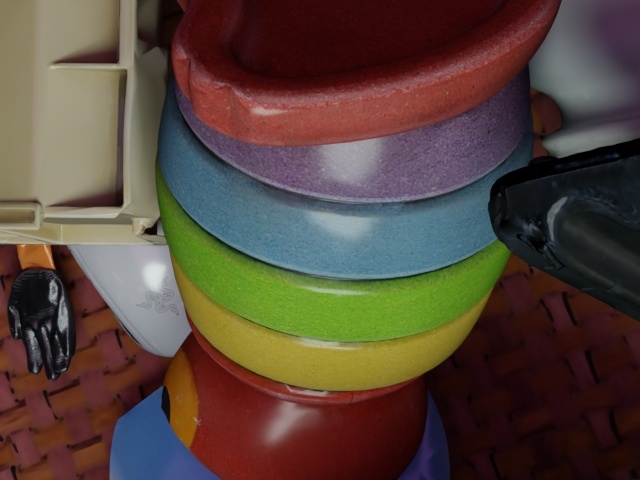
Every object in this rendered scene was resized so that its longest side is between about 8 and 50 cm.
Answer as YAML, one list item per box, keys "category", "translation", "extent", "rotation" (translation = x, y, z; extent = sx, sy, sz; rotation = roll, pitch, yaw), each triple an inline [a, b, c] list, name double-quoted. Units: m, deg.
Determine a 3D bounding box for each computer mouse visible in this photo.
- category: "computer mouse"
  translation: [-0.104, -0.031, 0.925]
  extent: [0.106, 0.042, 0.193]
  rotation: [-30, 88, 8]

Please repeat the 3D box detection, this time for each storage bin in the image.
- category: "storage bin"
  translation: [-0.189, -0.132, 0.869]
  extent: [0.260, 0.123, 0.262]
  rotation: [1, 88, 16]

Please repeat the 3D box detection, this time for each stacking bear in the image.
- category: "stacking bear"
  translation: [0.000, 0.000, 0.782]
  extent: [0.164, 0.175, 0.289]
  rotation: [-8, 133, -17]

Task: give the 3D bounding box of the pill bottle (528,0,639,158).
- category: "pill bottle"
  translation: [0.161, -0.176, 0.796]
  extent: [0.204, 0.204, 0.361]
  rotation: [-8, 92, 9]

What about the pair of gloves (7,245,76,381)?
- category: "pair of gloves"
  translation: [-0.161, 0.037, 0.944]
  extent: [0.083, 0.010, 0.074]
  rotation: [-7, 96, 26]

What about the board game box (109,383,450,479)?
- category: "board game box"
  translation: [-0.020, 0.113, 0.925]
  extent: [0.168, 0.033, 0.133]
  rotation: [-38, 82, 3]

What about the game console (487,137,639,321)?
- category: "game console"
  translation: [0.215, 0.028, 0.720]
  extent: [0.213, 0.361, 0.044]
  rotation: [-23, 58, 35]

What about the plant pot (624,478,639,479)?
- category: "plant pot"
  translation: [0.087, 0.234, 0.791]
  extent: [0.252, 0.247, 0.248]
  rotation: [-31, 87, -35]
